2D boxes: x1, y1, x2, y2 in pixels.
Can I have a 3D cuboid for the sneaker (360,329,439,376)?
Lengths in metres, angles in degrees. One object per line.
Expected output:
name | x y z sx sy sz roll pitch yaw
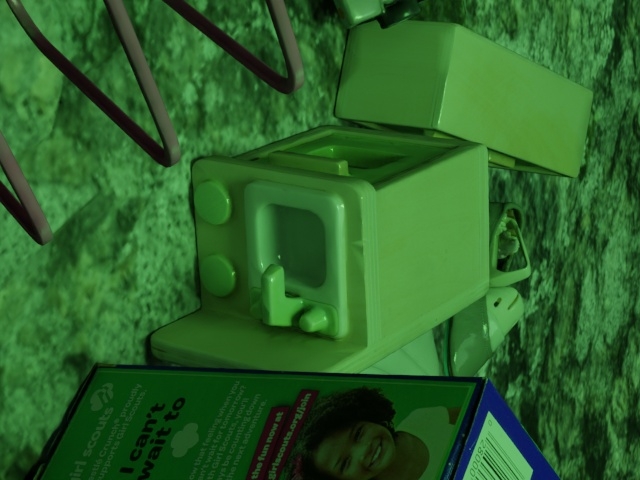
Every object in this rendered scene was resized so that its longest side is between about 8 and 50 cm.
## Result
sneaker | 0.005 0.109 1.108 0.297 0.111 0.129 -5 91 -61

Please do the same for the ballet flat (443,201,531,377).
ballet flat | 0.153 0.041 1.251 0.213 0.068 0.072 -77 157 -44

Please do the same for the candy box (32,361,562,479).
candy box | 0.013 0.204 0.897 0.268 0.317 0.122 53 48 -36

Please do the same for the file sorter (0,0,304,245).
file sorter | -0.181 -0.093 0.603 0.290 0.202 0.182 -33 133 -16

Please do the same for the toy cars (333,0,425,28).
toy cars | 0.111 -0.319 1.137 0.176 0.087 0.394 29 73 -18

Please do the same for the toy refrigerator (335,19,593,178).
toy refrigerator | 0.131 -0.115 1.210 0.269 0.102 0.094 12 89 -56

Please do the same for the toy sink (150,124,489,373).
toy sink | 0.000 0.000 1.009 0.234 0.152 0.131 -25 118 -49
